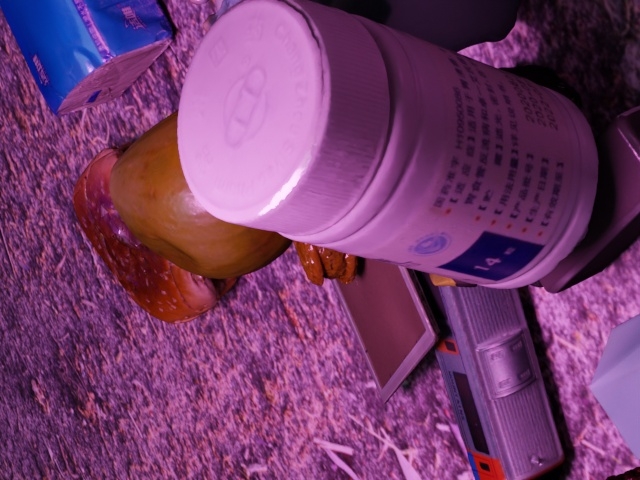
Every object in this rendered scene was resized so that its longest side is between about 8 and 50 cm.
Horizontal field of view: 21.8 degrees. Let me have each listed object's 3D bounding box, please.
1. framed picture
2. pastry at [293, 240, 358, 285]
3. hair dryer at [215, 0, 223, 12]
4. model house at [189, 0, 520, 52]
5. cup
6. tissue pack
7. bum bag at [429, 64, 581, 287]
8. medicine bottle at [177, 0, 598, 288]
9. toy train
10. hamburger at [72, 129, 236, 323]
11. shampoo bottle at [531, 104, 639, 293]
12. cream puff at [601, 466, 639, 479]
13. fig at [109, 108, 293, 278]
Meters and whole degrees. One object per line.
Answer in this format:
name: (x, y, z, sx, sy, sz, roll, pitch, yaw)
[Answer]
framed picture: (0.059, 0.048, 1.797, 0.274, 0.017, 0.217, 119, 130, -70)
pastry: (0.000, 0.000, 1.803, 0.097, 0.057, 0.109, 172, 80, -76)
hair dryer: (-0.061, -0.220, 1.766, 0.236, 0.073, 0.131, 70, -171, -62)
model house: (-0.035, -0.297, 1.564, 0.329, 0.295, 0.251, 25, 132, 51)
cup: (0.350, 0.089, 1.412, 0.134, 0.148, 0.235, 31, 144, -7)
tissue pack: (-0.319, -0.311, 2.074, 0.209, 0.137, 0.269, -32, 84, 57)
bum bag: (0.159, -0.060, 1.573, 0.107, 0.060, 0.232, 43, 110, 47)
medicine bottle: (0.059, -0.077, 1.388, 0.190, 0.332, 0.189, -17, 67, 45)
toy train: (0.165, 0.096, 1.699, 0.089, 0.086, 0.409, 6, 115, 66)
hamburger: (-0.196, -0.011, 2.096, 0.286, 0.146, 0.243, 26, 136, 42)
shampoo bottle: (0.254, -0.031, 1.517, 0.079, 0.080, 0.246, 57, 145, 15)
cream puff: (0.329, 0.305, 1.526, 0.239, 0.165, 0.239, 33, 155, 18)
fig: (-0.124, -0.053, 1.890, 0.230, 0.207, 0.207, -30, 84, 29)
